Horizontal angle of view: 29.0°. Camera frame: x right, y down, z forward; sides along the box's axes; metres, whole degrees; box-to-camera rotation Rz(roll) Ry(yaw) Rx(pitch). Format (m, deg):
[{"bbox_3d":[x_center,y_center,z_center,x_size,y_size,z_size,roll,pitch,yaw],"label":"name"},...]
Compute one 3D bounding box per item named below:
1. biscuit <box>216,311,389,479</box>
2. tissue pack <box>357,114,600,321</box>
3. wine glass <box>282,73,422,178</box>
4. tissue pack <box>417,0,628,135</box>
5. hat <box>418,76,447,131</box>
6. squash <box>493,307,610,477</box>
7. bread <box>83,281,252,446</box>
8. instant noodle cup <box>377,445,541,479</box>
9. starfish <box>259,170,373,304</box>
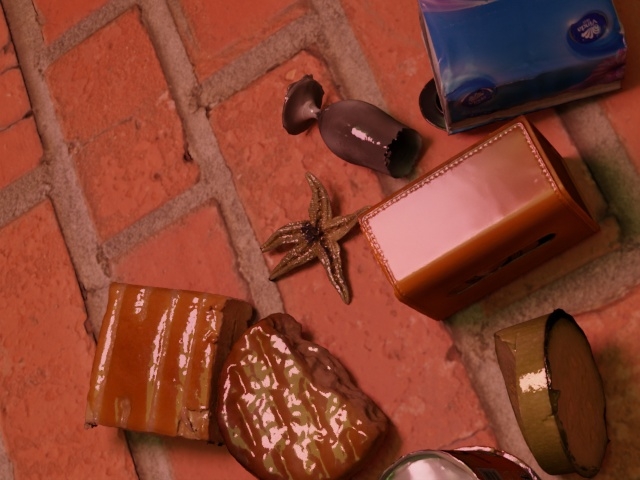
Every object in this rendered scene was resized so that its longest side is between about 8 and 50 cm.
[{"bbox_3d":[-0.044,0.252,1.833,0.213,0.091,0.274,-41,71,5],"label":"biscuit"},{"bbox_3d":[0.223,-0.023,1.729,0.274,0.194,0.145,-32,62,16],"label":"tissue pack"},{"bbox_3d":[0.049,-0.175,1.925,0.222,0.103,0.103,28,88,31],"label":"wine glass"},{"bbox_3d":[0.285,-0.291,1.776,0.263,0.146,0.198,-14,67,4],"label":"tissue pack"},{"bbox_3d":[0.212,-0.210,1.878,0.121,0.050,0.121,-6,75,22],"label":"hat"},{"bbox_3d":[0.286,0.205,1.609,0.133,0.220,0.220,-14,68,20],"label":"squash"},{"bbox_3d":[-0.239,0.196,1.952,0.239,0.111,0.246,4,77,30],"label":"bread"},{"bbox_3d":[0.174,0.375,1.635,0.230,0.182,0.230,-8,71,25],"label":"instant noodle cup"},{"bbox_3d":[0.001,0.000,1.924,0.223,0.050,0.216,-27,69,31],"label":"starfish"}]
